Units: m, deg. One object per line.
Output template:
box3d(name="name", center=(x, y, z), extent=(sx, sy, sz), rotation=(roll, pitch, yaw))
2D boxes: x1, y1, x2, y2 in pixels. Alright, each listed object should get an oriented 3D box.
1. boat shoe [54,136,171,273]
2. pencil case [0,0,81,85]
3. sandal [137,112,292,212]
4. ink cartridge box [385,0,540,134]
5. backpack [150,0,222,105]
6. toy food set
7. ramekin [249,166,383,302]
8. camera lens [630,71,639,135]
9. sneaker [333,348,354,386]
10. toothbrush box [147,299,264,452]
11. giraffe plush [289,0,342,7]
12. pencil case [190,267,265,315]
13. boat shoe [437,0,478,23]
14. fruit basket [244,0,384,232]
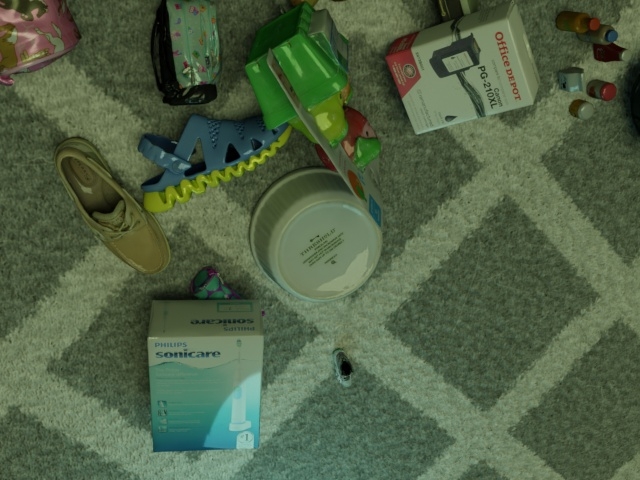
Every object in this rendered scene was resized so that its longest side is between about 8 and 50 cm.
box3d(name="boat shoe", center=(-0.379, -0.047, 1.334), extent=(0.109, 0.098, 0.302), rotation=(-31, 116, -1))
box3d(name="pencil case", center=(-0.518, -0.438, 1.113), extent=(0.167, 0.160, 0.386), rotation=(-17, 117, 11))
box3d(name="sandal", center=(-0.202, -0.171, 1.326), extent=(0.317, 0.126, 0.138), rotation=(-26, 109, -1))
box3d(name="ink cartridge box", center=(0.268, -0.319, 1.368), extent=(0.237, 0.100, 0.172), rotation=(-11, 120, 29))
box3d(name="backpack", center=(-0.228, -0.327, 1.265), extent=(0.115, 0.152, 0.182), rotation=(-7, 100, -21))
box3d(name="toy food set", center=(0.567, -0.361, 1.508), extent=(0.111, 0.104, 0.232), rotation=(-18, 114, -10))
box3d(name="ramekin", center=(0.000, 0.000, 1.458), extent=(0.273, 0.127, 0.273), rotation=(-6, 112, -15))
box3d(name="camera lens", center=(0.823, -0.305, 1.546), extent=(0.274, 0.219, 0.219), rotation=(-20, 115, -10))
box3d(name="sneaker", center=(0.056, 0.296, 1.620), extent=(0.038, 0.069, 0.098), rotation=(-22, 115, -8))
box3d(name="toothbrush box", center=(-0.226, 0.269, 1.451), extent=(0.216, 0.126, 0.295), rotation=(-1, 121, -8))
box3d(name="giraffe plush", center=(0.030, -0.495, 1.253), extent=(0.210, 0.170, 0.181), rotation=(-33, 116, -3))
box3d(name="pencil case", center=(-0.189, 0.122, 1.480), extent=(0.070, 0.064, 0.152), rotation=(-38, 118, 18))
box3d(name="boat shoe", center=(0.278, -0.402, 1.426), extent=(0.081, 0.069, 0.227), rotation=(-55, 137, -42))
box3d(name="fruit basket", center=(0.027, -0.229, 1.275), extent=(0.165, 0.327, 0.353), rotation=(-32, 116, 22))
